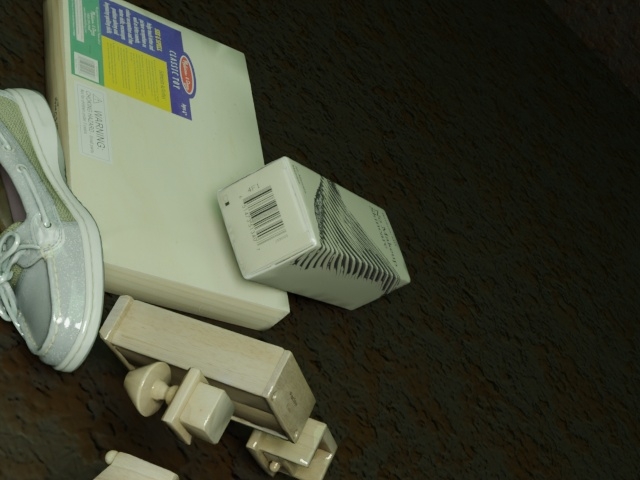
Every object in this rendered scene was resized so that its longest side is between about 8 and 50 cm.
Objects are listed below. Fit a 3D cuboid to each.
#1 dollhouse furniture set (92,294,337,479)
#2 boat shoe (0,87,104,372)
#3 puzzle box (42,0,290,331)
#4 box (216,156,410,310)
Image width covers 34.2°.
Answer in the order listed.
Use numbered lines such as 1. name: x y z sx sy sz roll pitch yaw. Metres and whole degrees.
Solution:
1. dollhouse furniture set: -0.159 0.249 0.878 0.355 0.173 0.303 -63 154 -24
2. boat shoe: -0.284 -0.018 0.967 0.103 0.118 0.320 3 52 -38
3. puzzle box: -0.182 -0.105 1.200 0.272 0.052 0.409 18 46 -36
4. box: 0.000 0.000 1.188 0.275 0.094 0.113 20 47 -63
